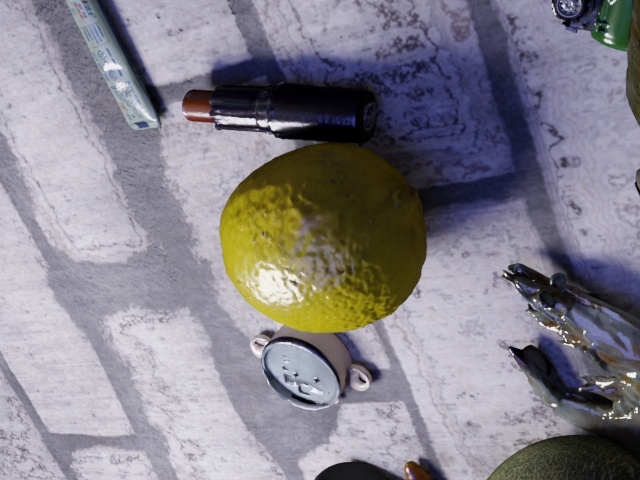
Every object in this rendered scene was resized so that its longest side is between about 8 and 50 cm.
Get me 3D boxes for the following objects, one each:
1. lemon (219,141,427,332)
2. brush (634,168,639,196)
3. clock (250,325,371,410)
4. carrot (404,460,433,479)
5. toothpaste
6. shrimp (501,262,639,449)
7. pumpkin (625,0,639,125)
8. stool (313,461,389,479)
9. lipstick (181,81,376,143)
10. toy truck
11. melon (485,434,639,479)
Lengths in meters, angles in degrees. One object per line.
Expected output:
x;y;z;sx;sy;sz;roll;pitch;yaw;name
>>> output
0.000;0.000;1.283;0.321;0.268;0.268;-21;108;43;lemon
0.496;0.035;1.138;0.065;0.070;0.327;-30;103;30;brush
-0.025;0.215;1.573;0.229;0.063;0.156;17;126;23;clock
0.185;0.436;1.604;0.048;0.048;0.139;-15;109;37;carrot
-0.324;-0.288;1.431;0.069;0.047;0.268;-16;114;17;toothpaste
0.373;0.169;1.297;0.360;0.085;0.247;43;139;-5;shrimp
0.415;-0.205;0.859;0.242;0.232;0.325;20;110;24;pumpkin
0.070;0.499;1.630;0.228;0.153;0.139;32;135;35;stool
-0.063;-0.185;1.317;0.299;0.081;0.081;9;124;26;lipstick
0.323;-0.320;0.980;0.124;0.101;0.243;14;129;18;toy truck
0.352;0.418;1.360;0.248;0.248;0.329;42;135;0;melon
